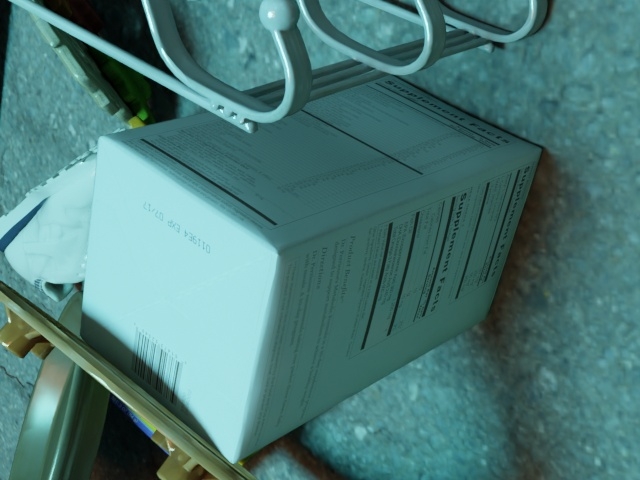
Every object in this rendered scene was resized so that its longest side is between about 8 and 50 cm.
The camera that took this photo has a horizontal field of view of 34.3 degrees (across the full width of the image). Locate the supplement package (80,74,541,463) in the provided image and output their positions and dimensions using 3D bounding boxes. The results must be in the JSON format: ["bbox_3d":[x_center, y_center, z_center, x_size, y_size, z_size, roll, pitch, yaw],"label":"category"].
[{"bbox_3d":[0.000,0.000,0.620,0.139,0.244,0.134,33,125,31],"label":"supplement package"}]

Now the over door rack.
[{"bbox_3d":[-0.063,-0.164,0.619,0.324,0.239,0.108,19,119,37],"label":"over door rack"}]

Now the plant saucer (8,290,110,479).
[{"bbox_3d":[-0.245,0.184,0.960,0.278,0.041,0.278,-162,90,-71],"label":"plant saucer"}]

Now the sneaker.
[{"bbox_3d":[-0.214,-0.020,0.938,0.095,0.090,0.235,55,139,-4],"label":"sneaker"}]

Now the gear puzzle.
[{"bbox_3d":[-0.183,-0.165,0.812,0.044,0.175,0.339,-36,77,1],"label":"gear puzzle"}]

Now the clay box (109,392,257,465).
[{"bbox_3d":[-0.076,0.107,0.845,0.127,0.053,0.222,43,133,1],"label":"clay box"}]

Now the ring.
[{"bbox_3d":[-0.095,0.137,0.692,0.336,0.032,0.336,37,168,9],"label":"ring"}]
